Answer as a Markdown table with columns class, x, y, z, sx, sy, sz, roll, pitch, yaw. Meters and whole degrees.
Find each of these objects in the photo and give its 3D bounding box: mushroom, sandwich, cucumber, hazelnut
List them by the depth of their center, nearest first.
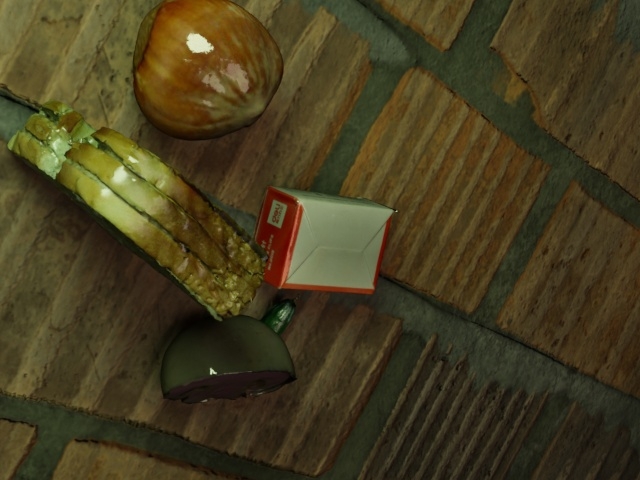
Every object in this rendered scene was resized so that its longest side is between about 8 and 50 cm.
| class | x | y | z | sx | sy | sz | roll | pitch | yaw |
| --- | --- | --- | --- | --- | --- | --- | --- | --- | --- |
| sandwich | -0.210 | -0.045 | 1.248 | 0.095 | 0.273 | 0.249 | -51 | 130 | -8 |
| hazelnut | -0.137 | -0.208 | 1.298 | 0.182 | 0.182 | 0.182 | -17 | 120 | -32 |
| mushroom | -0.127 | 0.160 | 1.516 | 0.188 | 0.141 | 0.117 | 4 | 76 | -29 |
| cucumber | -0.081 | 0.143 | 1.596 | 0.039 | 0.039 | 0.168 | 27 | 95 | -43 |

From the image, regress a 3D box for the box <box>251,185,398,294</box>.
| class | x | y | z | sx | sy | sz | roll | pitch | yaw |
| --- | --- | --- | --- | --- | --- | --- | --- | --- | --- |
| box | 0.000 | 0.000 | 1.557 | 0.182 | 0.099 | 0.133 | 4 | 105 | -38 |
